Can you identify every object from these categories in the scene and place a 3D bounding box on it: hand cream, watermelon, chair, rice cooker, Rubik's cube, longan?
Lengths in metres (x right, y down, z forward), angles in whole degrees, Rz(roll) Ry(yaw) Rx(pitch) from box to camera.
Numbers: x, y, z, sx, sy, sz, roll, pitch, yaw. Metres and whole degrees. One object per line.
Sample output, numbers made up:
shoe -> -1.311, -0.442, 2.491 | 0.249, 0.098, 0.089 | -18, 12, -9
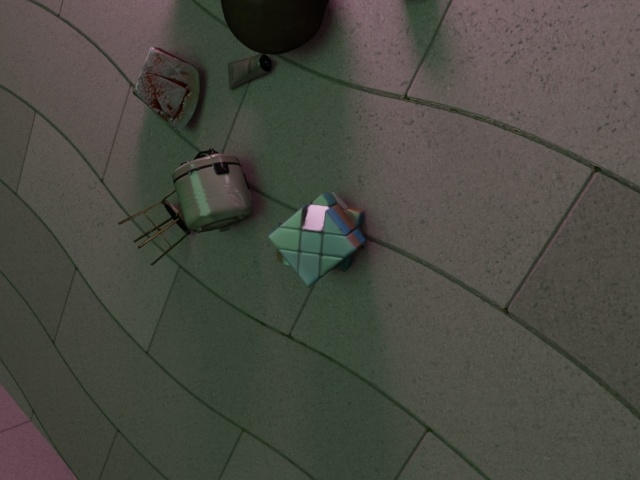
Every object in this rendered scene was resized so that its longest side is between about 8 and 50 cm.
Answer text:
hand cream -> -0.219, -0.521, 1.746 | 0.186, 0.054, 0.087 | -5, 89, 40
watermelon -> -0.534, -0.508, 1.860 | 0.262, 0.201, 0.212 | 33, 104, 29
chair -> -0.487, -0.084, 1.923 | 0.326, 0.170, 0.160 | -40, 63, -16
rice cooker -> -0.329, -0.152, 1.758 | 0.226, 0.226, 0.244 | -22, 87, 33
Rubik's cube -> 0.000, 0.000, 1.580 | 0.265, 0.213, 0.224 | -37, 90, 19
longan -> -0.115, -0.672, 1.526 | 0.288, 0.288, 0.350 | 36, 109, 24
